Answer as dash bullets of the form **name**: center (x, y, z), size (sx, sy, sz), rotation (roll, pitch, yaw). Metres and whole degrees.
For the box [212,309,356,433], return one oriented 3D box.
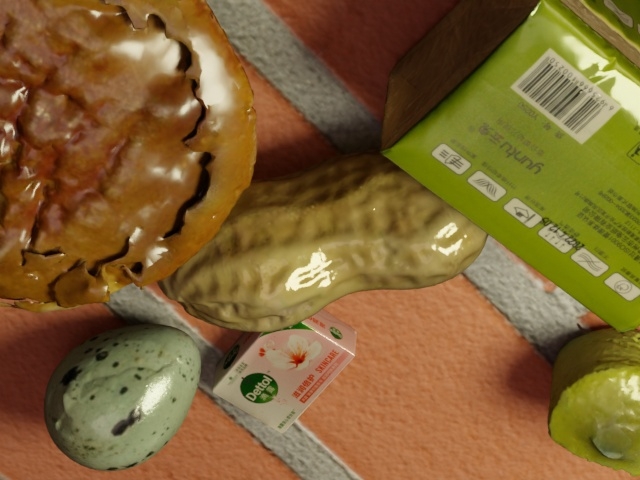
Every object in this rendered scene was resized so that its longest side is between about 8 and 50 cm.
- **box**: center (-0.035, 0.116, 1.527), size (0.089, 0.043, 0.125), rotation (32, 118, -15)

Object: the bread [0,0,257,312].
- **bread**: center (-0.226, -0.129, 1.290), size (0.337, 0.204, 0.358), rotation (-20, 115, 12)

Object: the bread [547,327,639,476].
- **bread**: center (0.281, 0.146, 1.487), size (0.129, 0.114, 0.111), rotation (28, 118, -13)

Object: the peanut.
- **peanut**: center (0.000, 0.000, 1.396), size (0.313, 0.149, 0.149), rotation (-13, 120, 8)

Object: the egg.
- **egg**: center (-0.187, 0.144, 1.503), size (0.131, 0.131, 0.164), rotation (39, 103, -20)

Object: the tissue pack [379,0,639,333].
- **tissue pack**: center (0.218, -0.091, 1.310), size (0.274, 0.167, 0.200), rotation (35, 124, -19)
